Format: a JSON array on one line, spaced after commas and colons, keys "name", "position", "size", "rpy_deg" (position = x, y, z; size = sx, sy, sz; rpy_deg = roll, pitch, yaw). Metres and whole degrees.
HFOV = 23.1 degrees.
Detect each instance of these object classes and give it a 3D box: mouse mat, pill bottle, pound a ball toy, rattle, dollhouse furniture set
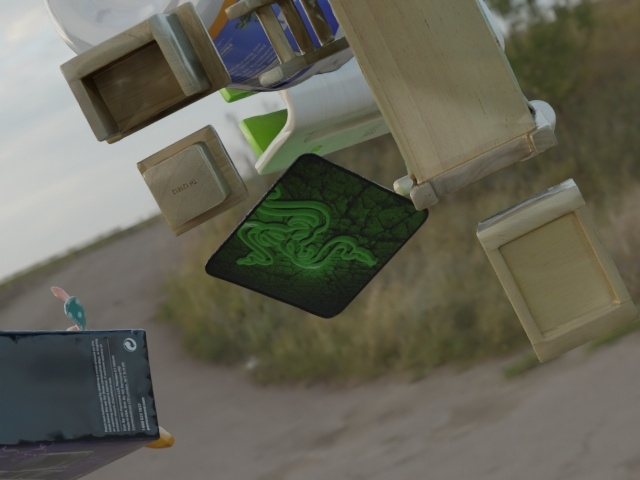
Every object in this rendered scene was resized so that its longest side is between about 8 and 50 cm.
[{"name": "mouse mat", "position": [0.000, 0.000, 1.453], "size": [0.190, 0.007, 0.152], "rpy_deg": [23, -65, -44]}, {"name": "pill bottle", "position": [-0.066, -0.186, 1.137], "size": [0.152, 0.152, 0.272], "rpy_deg": [-23, -9, 27]}, {"name": "pound a ball toy", "position": [0.075, -0.151, 1.489], "size": [0.319, 0.208, 0.136], "rpy_deg": [-21, -18, -36]}, {"name": "rattle", "position": [-0.248, 0.153, 1.886], "size": [0.143, 0.199, 0.130], "rpy_deg": [-2, -6, -8]}, {"name": "dollhouse furniture set", "position": [0.012, -0.025, 0.631], "size": [0.161, 0.181, 0.101], "rpy_deg": [-26, 5, 9]}]

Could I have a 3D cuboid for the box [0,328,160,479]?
[{"name": "box", "position": [-0.283, 0.158, 1.321], "size": [0.184, 0.103, 0.261], "rpy_deg": [5, -23, -36]}]
